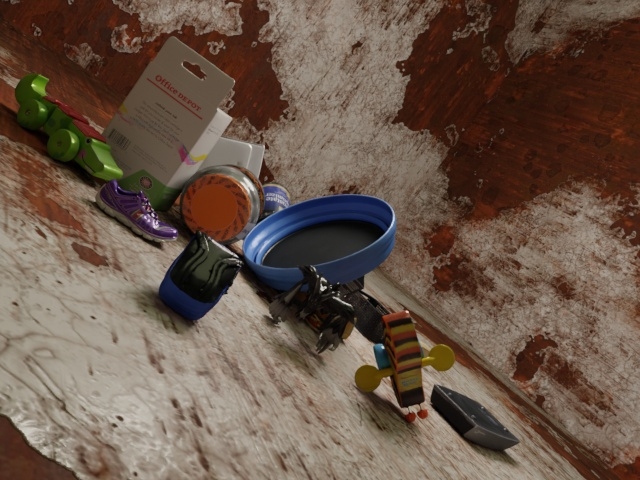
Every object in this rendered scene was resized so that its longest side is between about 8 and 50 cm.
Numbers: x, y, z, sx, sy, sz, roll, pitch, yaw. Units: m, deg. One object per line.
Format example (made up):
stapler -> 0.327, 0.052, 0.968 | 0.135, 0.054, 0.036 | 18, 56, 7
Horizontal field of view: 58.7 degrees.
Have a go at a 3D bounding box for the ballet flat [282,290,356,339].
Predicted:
ballet flat -> -0.004, 0.155, 1.435 | 0.232, 0.073, 0.080 | 38, 5, 18

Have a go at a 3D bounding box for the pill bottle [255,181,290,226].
pill bottle -> -0.161, -0.077, 1.820 | 0.123, 0.123, 0.219 | 33, 35, -29

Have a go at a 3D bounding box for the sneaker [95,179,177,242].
sneaker -> -0.345, -0.055, 1.093 | 0.170, 0.071, 0.068 | 35, 6, -18

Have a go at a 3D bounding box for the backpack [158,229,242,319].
backpack -> -0.192, 0.067, 0.892 | 0.098, 0.101, 0.120 | 32, 38, -7

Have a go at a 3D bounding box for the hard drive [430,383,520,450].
hard drive -> 0.389, 0.455, 1.446 | 0.255, 0.054, 0.172 | 31, 7, -43

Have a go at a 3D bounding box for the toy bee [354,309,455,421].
toy bee -> 0.185, 0.276, 1.167 | 0.298, 0.195, 0.162 | 46, 20, -51

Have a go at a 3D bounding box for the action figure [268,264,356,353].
action figure -> -0.007, 0.148, 1.168 | 0.164, 0.141, 0.275 | 40, -10, 13

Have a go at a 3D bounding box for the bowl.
bowl -> 0.000, 0.000, 1.434 | 0.391, 0.391, 0.077 | -134, -153, -60

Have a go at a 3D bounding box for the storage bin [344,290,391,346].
storage bin -> 0.149, 0.229, 1.716 | 0.122, 0.084, 0.180 | 32, 6, -36

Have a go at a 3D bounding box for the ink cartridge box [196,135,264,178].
ink cartridge box -> -0.305, -0.239, 1.877 | 0.197, 0.198, 0.270 | 12, 6, -11

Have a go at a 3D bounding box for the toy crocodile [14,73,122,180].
toy crocodile -> -0.546, -0.240, 1.232 | 0.340, 0.105, 0.115 | 39, 6, 25

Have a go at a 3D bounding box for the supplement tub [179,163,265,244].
supplement tub -> -0.242, -0.094, 1.432 | 0.193, 0.193, 0.316 | 36, 6, -7

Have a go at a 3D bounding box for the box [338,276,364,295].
box -> 0.033, 0.074, 1.548 | 0.093, 0.158, 0.156 | 49, 31, -33

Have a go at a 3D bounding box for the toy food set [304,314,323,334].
toy food set -> -0.003, 0.200, 1.340 | 0.082, 0.020, 0.083 | 36, 5, -6

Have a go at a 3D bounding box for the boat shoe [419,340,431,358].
boat shoe -> 0.276, 0.335, 1.755 | 0.170, 0.063, 0.059 | 25, 11, -13

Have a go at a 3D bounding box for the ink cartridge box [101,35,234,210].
ink cartridge box -> -0.358, -0.270, 1.344 | 0.207, 0.353, 0.119 | 37, 6, 7
